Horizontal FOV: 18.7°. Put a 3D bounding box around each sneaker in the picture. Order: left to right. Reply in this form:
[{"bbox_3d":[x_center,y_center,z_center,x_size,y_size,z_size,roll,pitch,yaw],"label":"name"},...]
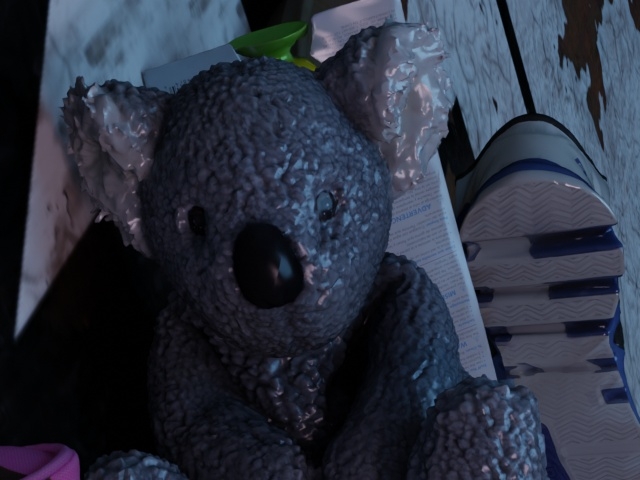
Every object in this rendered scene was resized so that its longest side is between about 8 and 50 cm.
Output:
[{"bbox_3d":[0.154,0.045,1.304,0.182,0.127,0.315,-81,169,-55],"label":"sneaker"}]

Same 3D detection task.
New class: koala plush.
[{"bbox_3d":[-0.016,0.021,0.833,0.203,0.196,0.221,-74,151,-74],"label":"koala plush"}]

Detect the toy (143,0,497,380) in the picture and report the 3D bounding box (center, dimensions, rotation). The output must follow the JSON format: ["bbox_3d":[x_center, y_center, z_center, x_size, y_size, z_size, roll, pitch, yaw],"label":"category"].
[{"bbox_3d":[0.000,0.000,1.006,0.056,0.137,0.237,-141,-147,-65],"label":"toy"}]

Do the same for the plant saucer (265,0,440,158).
[{"bbox_3d":[0.022,-0.034,1.170,0.278,0.041,0.278,-10,90,-72],"label":"plant saucer"}]

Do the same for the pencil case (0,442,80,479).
[{"bbox_3d":[-0.110,0.167,0.595,0.098,0.095,0.209,-24,108,-56],"label":"pencil case"}]
